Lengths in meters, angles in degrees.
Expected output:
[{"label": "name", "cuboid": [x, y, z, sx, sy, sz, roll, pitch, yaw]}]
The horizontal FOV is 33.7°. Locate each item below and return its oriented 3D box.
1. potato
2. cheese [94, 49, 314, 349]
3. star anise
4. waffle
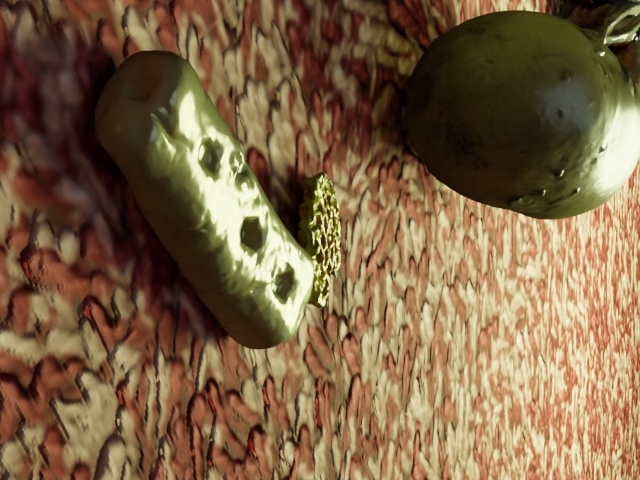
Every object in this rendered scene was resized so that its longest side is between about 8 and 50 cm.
[{"label": "potato", "cuboid": [0.159, -0.090, 0.792, 0.262, 0.165, 0.164, -13, 107, -69]}, {"label": "cheese", "cuboid": [-0.053, -0.012, 0.525, 0.065, 0.043, 0.194, -64, 149, -26]}, {"label": "star anise", "cuboid": [0.328, -0.256, 1.150, 0.236, 0.109, 0.223, 50, 55, -37]}, {"label": "waffle", "cuboid": [0.000, -0.002, 0.640, 0.085, 0.016, 0.078, -44, 135, -75]}]
